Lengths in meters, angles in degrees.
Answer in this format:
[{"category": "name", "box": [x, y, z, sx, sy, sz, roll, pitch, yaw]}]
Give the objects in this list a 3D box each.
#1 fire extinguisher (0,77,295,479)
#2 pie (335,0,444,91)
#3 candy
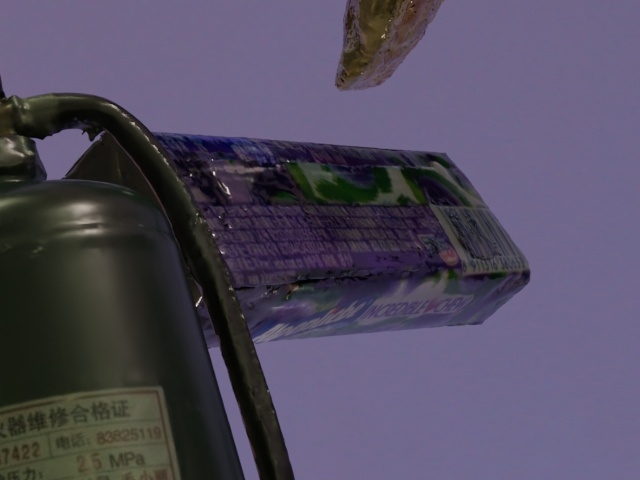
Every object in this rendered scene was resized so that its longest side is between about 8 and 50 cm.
[{"category": "fire extinguisher", "box": [-0.065, 0.064, 0.434, 0.118, 0.093, 0.294, -13, -107, -15]}, {"category": "pie", "box": [0.059, -0.202, 1.363, 0.079, 0.193, 0.163, 24, -123, 5]}, {"category": "candy", "box": [0.000, 0.000, 0.745, 0.061, 0.312, 0.088, -42, -110, 23]}]
